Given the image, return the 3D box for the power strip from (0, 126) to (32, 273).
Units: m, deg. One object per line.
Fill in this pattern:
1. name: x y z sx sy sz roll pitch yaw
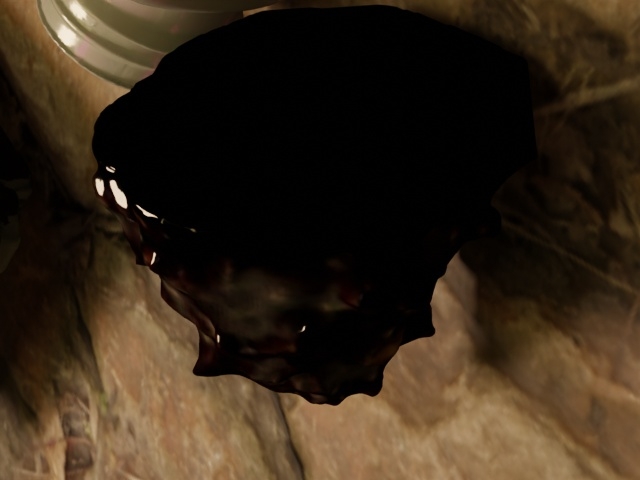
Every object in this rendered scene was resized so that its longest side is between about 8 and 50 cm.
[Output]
1. power strip: -0.279 -0.008 1.362 0.257 0.092 0.251 -57 48 36

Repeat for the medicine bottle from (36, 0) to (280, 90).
1. medicine bottle: -0.041 -0.225 1.007 0.124 0.179 0.324 55 132 27

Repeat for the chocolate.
1. chocolate: 0.000 0.000 1.017 0.206 0.224 0.177 -87 -6 -53
